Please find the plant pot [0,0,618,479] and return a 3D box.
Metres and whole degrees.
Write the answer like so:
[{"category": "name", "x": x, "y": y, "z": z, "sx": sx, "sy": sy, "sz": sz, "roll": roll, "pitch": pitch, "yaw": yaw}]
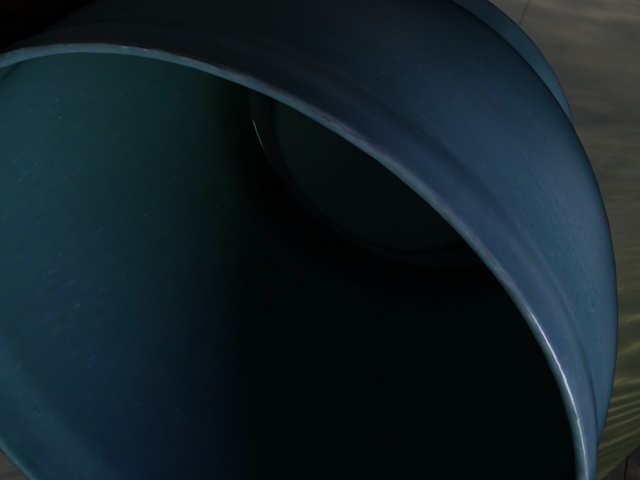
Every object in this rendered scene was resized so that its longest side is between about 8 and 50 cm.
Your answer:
[{"category": "plant pot", "x": 0.000, "y": 0.000, "z": 0.564, "sx": 0.196, "sy": 0.293, "sz": 0.293, "roll": -53, "pitch": 172, "yaw": -44}]
